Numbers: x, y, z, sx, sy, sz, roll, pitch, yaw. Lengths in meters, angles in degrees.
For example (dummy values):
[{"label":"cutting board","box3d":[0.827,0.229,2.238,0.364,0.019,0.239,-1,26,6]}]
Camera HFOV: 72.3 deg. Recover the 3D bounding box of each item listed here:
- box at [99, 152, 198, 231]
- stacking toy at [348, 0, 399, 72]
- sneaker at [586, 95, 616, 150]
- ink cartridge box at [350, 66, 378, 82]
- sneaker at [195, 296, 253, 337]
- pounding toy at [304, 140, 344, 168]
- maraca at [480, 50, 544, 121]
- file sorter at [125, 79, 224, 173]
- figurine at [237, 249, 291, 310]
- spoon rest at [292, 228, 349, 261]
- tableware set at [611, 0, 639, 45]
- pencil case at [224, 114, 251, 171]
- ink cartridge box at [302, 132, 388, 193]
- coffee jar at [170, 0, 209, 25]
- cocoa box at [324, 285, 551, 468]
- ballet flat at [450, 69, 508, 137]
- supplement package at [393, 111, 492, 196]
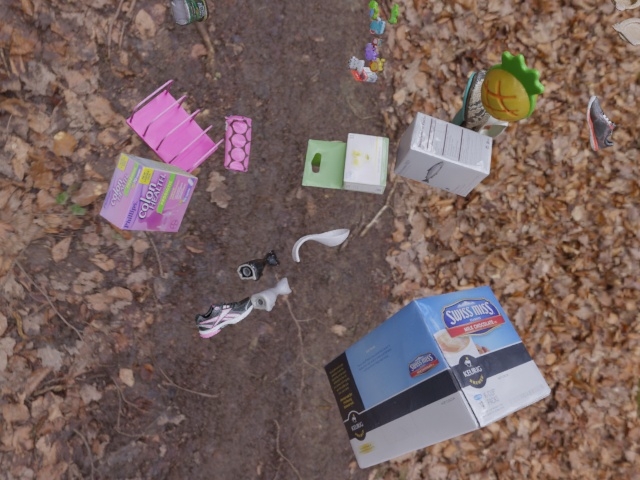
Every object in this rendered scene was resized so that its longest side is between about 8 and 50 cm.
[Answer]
[{"label":"box","box3d":[-0.565,-0.150,1.461,0.243,0.117,0.213,4,113,-63]},{"label":"stacking toy","box3d":[0.175,-0.663,1.438,0.167,0.052,0.221,-31,144,-51]},{"label":"sneaker","box3d":[0.793,-0.333,1.232,0.061,0.065,0.158,-41,118,-38]},{"label":"ink cartridge box","box3d":[0.197,-0.746,1.965,0.115,0.029,0.063,-9,66,-35]},{"label":"sneaker","box3d":[-0.281,0.208,1.272,0.178,0.072,0.077,-31,107,-23]},{"label":"pounding toy","box3d":[0.056,-0.349,1.900,0.237,0.183,0.110,-16,83,-12]},{"label":"maraca","box3d":[0.386,-0.307,0.885,0.099,0.185,0.127,-43,80,-2]},{"label":"file sorter","box3d":[-0.537,-0.415,1.645,0.290,0.182,0.202,48,68,-18]},{"label":"figurine","box3d":[-0.212,0.160,1.800,0.209,0.092,0.215,-30,100,-56]},{"label":"spoon rest","box3d":[0.000,0.000,1.885,0.276,0.137,0.084,-25,107,-22]},{"label":"tableware set","box3d":[0.627,-0.434,0.823,0.169,0.020,0.141,-11,68,2]},{"label":"pencil case","box3d":[-0.318,-0.365,1.658,0.098,0.095,0.209,-10,115,-38]},{"label":"ink cartridge box","box3d":[0.074,-0.229,1.270,0.235,0.056,0.171,7,65,0]},{"label":"coffee jar","box3d":[-0.512,-0.913,1.736,0.184,0.079,0.096,-68,156,-56]},{"label":"cocoa box","box3d":[0.209,0.276,0.884,0.231,0.347,0.228,-3,59,-35]},{"label":"ballet flat","box3d":[0.556,-0.432,1.494,0.483,0.182,0.164,26,84,-80]},{"label":"supplement package","box3d":[0.269,-0.188,0.970,0.179,0.105,0.105,17,65,-5]}]
